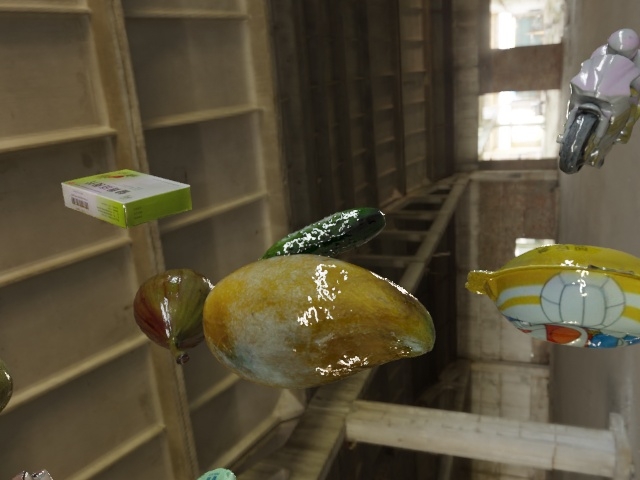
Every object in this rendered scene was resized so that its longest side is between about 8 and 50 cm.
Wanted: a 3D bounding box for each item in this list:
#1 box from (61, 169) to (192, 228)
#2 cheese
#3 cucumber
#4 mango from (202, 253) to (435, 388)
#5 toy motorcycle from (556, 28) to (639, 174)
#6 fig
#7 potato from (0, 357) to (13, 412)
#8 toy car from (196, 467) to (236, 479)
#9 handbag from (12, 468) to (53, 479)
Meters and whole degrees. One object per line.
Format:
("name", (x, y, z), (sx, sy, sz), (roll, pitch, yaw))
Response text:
("box", (-0.446, -0.103, 1.312), (0.175, 0.260, 0.062), (-23, -58, -47))
("cheese", (0.265, 0.056, 0.494), (0.177, 0.270, 0.069), (66, -145, -68))
("cucumber", (0.000, 0.000, 0.949), (0.069, 0.227, 0.069), (-22, -90, -90))
("mango", (-0.013, 0.107, 0.727), (0.192, 0.316, 0.146), (63, -142, -33))
("toy motorcycle", (0.316, -0.154, 0.636), (0.225, 0.073, 0.152), (-20, -52, -54))
("fig", (-0.350, 0.197, 1.389), (0.321, 0.217, 0.217), (-122, 24, -68))
("potato", (-0.842, 0.353, 1.406), (0.194, 0.157, 0.157), (-133, 30, -58))
("toy car", (-0.187, 0.436, 0.876), (0.058, 0.093, 0.186), (58, -150, -33))
("handbag", (-0.733, 0.670, 1.339), (0.193, 0.252, 0.190), (63, 166, 10))
